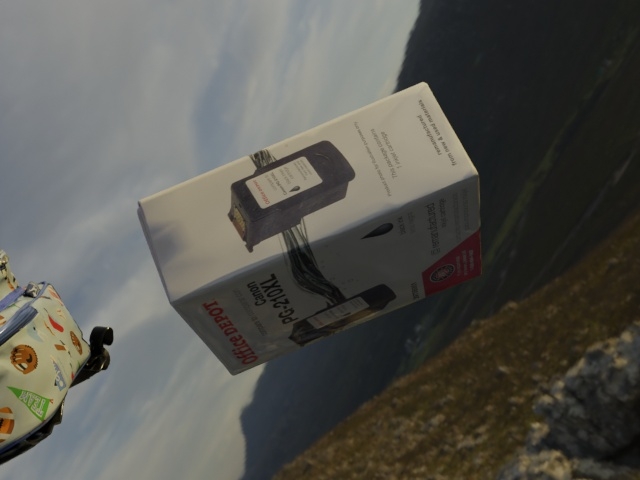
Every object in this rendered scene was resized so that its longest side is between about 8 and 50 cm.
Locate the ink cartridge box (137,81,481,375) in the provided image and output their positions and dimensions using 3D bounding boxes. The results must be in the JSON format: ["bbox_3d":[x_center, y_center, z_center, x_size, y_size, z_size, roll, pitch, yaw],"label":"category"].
[{"bbox_3d":[0.000,0.000,0.671,0.237,0.100,0.172,-22,-29,0],"label":"ink cartridge box"}]

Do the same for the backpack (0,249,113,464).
[{"bbox_3d":[-0.364,0.139,0.824,0.277,0.213,0.263,-32,19,-5],"label":"backpack"}]
